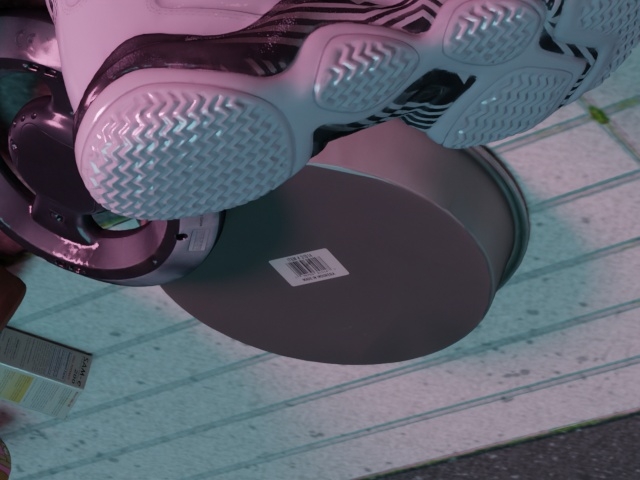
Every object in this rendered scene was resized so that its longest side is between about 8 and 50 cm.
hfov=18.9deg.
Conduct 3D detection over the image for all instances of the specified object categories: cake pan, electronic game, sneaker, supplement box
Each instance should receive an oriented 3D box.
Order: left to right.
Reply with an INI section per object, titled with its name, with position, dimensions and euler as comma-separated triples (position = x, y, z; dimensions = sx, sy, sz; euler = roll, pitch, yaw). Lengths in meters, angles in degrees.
[supplement box]
position = -0.248, 0.109, 1.604
dimensions = 0.098, 0.036, 0.062
euler = 20, 144, -14
[electronic game]
position = -0.167, -0.059, 1.292
dimensions = 0.229, 0.048, 0.229
euler = 19, 138, 18
[cake pan]
position = 0.000, 0.000, 1.367
dimensions = 0.293, 0.054, 0.293
euler = 8, 145, 5
[sneaker]
position = 0.008, -0.154, 1.080
dimensions = 0.366, 0.210, 0.137
euler = -17, 153, -21

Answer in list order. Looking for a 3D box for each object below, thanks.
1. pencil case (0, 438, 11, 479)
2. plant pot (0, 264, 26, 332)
[pencil case]
position = -0.451, 0.163, 1.634
dimensions = 0.386, 0.160, 0.167
euler = 32, 173, -29
[plant pot]
position = -0.389, 0.069, 1.432
dimensions = 0.229, 0.263, 0.263
euler = 38, 140, -8
